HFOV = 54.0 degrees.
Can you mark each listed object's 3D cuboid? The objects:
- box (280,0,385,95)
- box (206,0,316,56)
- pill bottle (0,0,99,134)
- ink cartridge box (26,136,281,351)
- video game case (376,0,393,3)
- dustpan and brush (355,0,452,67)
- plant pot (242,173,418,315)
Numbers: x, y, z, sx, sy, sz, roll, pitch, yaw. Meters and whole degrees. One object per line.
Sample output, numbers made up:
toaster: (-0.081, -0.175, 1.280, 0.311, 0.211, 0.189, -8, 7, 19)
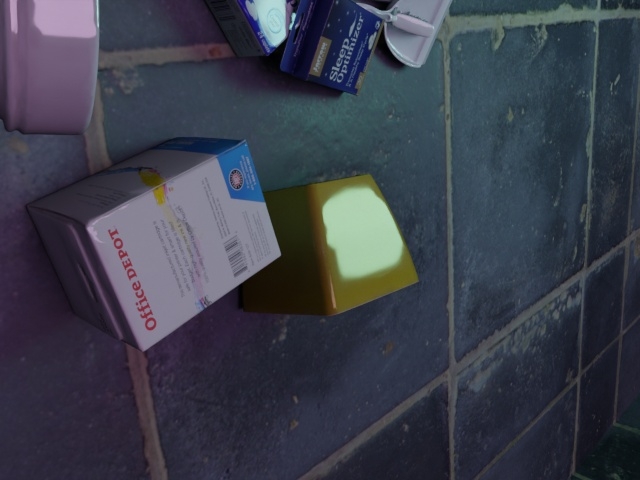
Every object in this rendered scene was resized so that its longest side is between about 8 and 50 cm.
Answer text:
box: (0.024, -0.313, 1.003, 0.225, 0.036, 0.137, -8, 122, -60)
box: (-0.088, -0.358, 0.911, 0.137, 0.072, 0.126, -52, 132, -25)
pill bottle: (-0.380, -0.180, 0.460, 0.392, 0.224, 0.224, -2, 101, -27)
ink cartridge box: (-0.205, -0.010, 0.798, 0.232, 0.168, 0.171, -35, 122, -36)
video game case: (0.095, -0.514, 1.104, 0.190, 0.022, 0.173, -12, 109, -44)
dustpan and brush: (0.139, -0.399, 1.137, 0.211, 0.060, 0.147, 9, 120, -24)
plant pot: (0.000, 0.000, 1.006, 0.212, 0.212, 0.187, -16, 98, -44)
